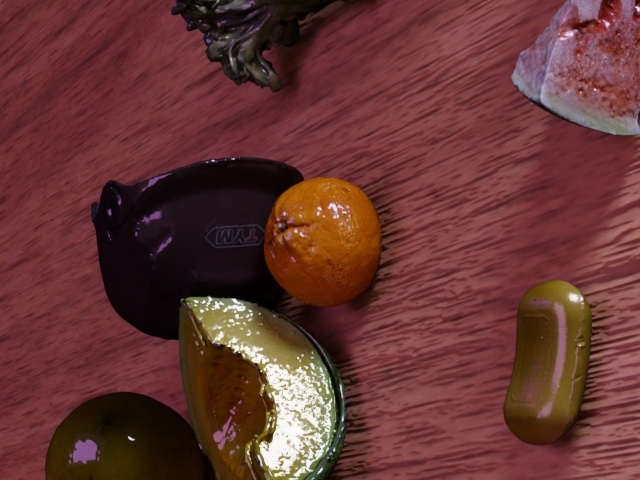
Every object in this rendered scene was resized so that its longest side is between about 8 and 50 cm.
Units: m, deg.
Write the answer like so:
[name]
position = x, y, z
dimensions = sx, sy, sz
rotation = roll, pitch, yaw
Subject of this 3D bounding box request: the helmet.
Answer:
[helmet]
position = -0.134, 0.020, 1.893
dimensions = 0.305, 0.225, 0.177
rotation = 156, 111, -69

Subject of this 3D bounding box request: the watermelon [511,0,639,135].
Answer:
[watermelon]
position = 0.229, -0.153, 1.423
dimensions = 0.158, 0.098, 0.121
rotation = -50, 39, 36

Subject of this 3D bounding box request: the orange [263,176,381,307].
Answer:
[orange]
position = -0.001, 0.000, 1.767
dimensions = 0.135, 0.117, 0.135
rotation = -45, 35, 45

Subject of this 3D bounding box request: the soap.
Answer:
[soap]
position = 0.192, 0.103, 1.439
dimensions = 0.089, 0.045, 0.140
rotation = -3, 76, 59

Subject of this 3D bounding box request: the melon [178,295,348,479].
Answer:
[melon]
position = -0.054, 0.192, 1.797
dimensions = 0.169, 0.129, 0.265
rotation = 104, 145, -51

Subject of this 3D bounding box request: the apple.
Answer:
[apple]
position = -0.227, 0.271, 2.015
dimensions = 0.196, 0.196, 0.157
rotation = -56, 12, 36

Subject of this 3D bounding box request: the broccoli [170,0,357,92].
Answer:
[broccoli]
position = -0.060, -0.267, 1.964
dimensions = 0.275, 0.177, 0.198
rotation = 34, 105, 47
